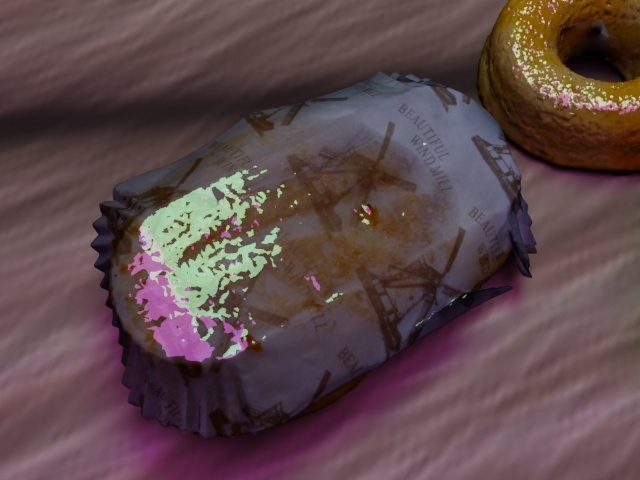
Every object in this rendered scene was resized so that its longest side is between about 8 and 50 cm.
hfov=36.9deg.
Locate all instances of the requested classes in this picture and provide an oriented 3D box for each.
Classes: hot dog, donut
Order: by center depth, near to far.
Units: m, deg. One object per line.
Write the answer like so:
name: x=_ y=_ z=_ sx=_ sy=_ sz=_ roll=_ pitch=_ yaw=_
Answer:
hot dog: x=0.000 y=0.000 z=0.539 sx=0.271 sy=0.082 sz=0.162 roll=-28 pitch=78 yaw=-21
donut: x=0.178 y=-0.114 z=0.606 sx=0.152 sy=0.058 sz=0.151 roll=0 pitch=66 yaw=1
